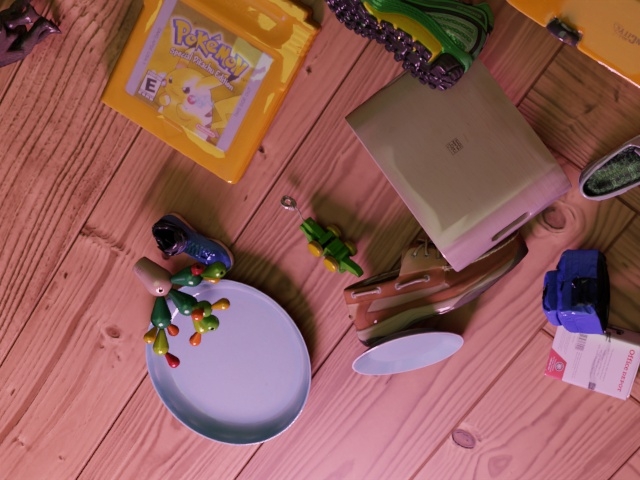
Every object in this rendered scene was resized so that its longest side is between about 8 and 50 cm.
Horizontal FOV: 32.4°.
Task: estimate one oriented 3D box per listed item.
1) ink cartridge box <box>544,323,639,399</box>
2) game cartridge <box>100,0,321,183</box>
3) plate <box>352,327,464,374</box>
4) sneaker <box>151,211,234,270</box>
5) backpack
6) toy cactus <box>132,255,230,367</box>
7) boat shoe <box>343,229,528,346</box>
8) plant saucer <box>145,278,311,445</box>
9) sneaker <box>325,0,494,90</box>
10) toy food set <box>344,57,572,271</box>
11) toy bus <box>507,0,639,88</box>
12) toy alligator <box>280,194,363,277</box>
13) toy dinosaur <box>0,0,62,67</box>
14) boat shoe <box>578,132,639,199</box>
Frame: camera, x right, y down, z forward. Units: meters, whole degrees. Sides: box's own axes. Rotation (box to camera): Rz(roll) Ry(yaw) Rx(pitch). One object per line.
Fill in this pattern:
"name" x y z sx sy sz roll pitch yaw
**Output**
"ink cartridge box" 0.438 0.183 1.758 0.135 0.056 0.099 17 111 14
"game cartridge" -0.185 -0.300 1.825 0.285 0.053 0.323 32 114 7
"plate" 0.141 0.178 1.805 0.188 0.188 0.024 -23 64 23
"sneaker" -0.226 0.013 1.912 0.152 0.084 0.058 39 114 4
"backpack" 0.396 0.072 1.702 0.101 0.098 0.120 4 67 18
"toy cactus" -0.255 0.103 1.898 0.180 0.112 0.219 40 123 9
"boat shoe" 0.173 0.059 1.777 0.324 0.122 0.119 -29 92 23
"plant saucer" -0.161 0.214 1.975 0.318 0.044 0.317 5 108 17
"sneaker" 0.113 -0.373 1.667 0.343 0.134 0.146 42 78 17
"toy food set" 0.208 -0.139 1.696 0.220 0.092 0.306 -37 81 7
"toy bus" 0.430 -0.303 1.575 0.333 0.130 0.108 34 112 6
"toy alligator" 0.000 0.000 1.856 0.190 0.056 0.051 44 155 12
"toy dinosaur" -0.531 -0.336 1.848 0.160 0.313 0.121 -39 119 2
"boat shoe" 0.487 -0.122 1.637 0.228 0.081 0.079 -31 95 24
